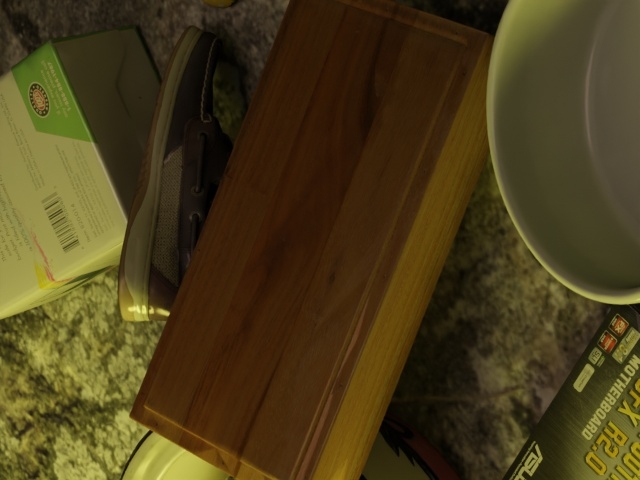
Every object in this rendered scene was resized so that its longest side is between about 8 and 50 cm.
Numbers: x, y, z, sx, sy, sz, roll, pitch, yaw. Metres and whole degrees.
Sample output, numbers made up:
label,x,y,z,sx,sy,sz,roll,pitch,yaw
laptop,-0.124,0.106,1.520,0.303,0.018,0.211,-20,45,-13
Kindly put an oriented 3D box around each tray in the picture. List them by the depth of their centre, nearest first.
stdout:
label,x,y,z,sx,sy,sz,roll,pitch,yaw
tray,0.000,0.000,1.539,0.202,0.076,0.411,24,93,36

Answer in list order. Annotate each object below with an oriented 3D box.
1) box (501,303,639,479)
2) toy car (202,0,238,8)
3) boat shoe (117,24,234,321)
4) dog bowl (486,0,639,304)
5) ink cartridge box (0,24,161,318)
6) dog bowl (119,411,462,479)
label,x,y,z,sx,sy,sz,roll,pitch,yaw
box,0.265,0.177,1.472,0.183,0.056,0.231,45,129,24
toy car,-0.158,-0.343,1.700,0.239,0.053,0.225,24,119,35
boat shoe,-0.117,-0.057,1.678,0.103,0.092,0.285,99,-179,-69
dog bowl,0.239,-0.091,1.332,0.265,0.104,0.265,18,112,56
ink cartridge box,-0.289,-0.050,1.866,0.353,0.119,0.207,-27,86,43
dog bowl,-0.004,0.324,1.702,0.408,0.150,0.408,14,113,38
